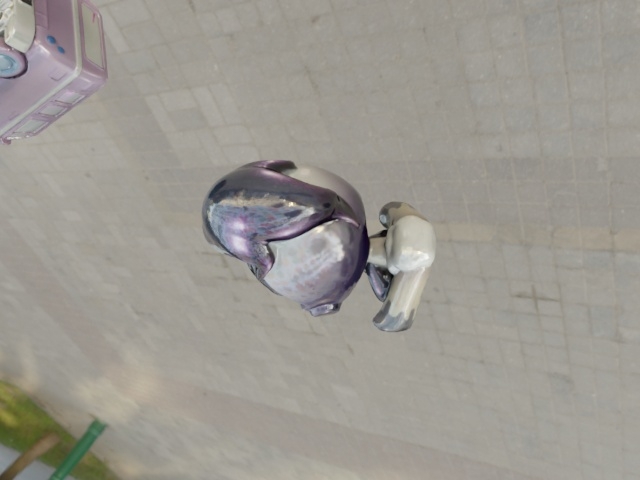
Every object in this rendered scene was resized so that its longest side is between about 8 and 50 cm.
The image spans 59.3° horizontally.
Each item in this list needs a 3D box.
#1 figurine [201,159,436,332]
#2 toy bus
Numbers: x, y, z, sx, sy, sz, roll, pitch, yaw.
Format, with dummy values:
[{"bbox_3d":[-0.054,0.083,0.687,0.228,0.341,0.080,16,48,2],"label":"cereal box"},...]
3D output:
[{"bbox_3d":[0.000,0.000,0.519,0.222,0.145,0.145,12,145,-14],"label":"figurine"},{"bbox_3d":[-0.368,-0.215,0.672,0.202,0.142,0.142,-23,160,26],"label":"toy bus"}]
